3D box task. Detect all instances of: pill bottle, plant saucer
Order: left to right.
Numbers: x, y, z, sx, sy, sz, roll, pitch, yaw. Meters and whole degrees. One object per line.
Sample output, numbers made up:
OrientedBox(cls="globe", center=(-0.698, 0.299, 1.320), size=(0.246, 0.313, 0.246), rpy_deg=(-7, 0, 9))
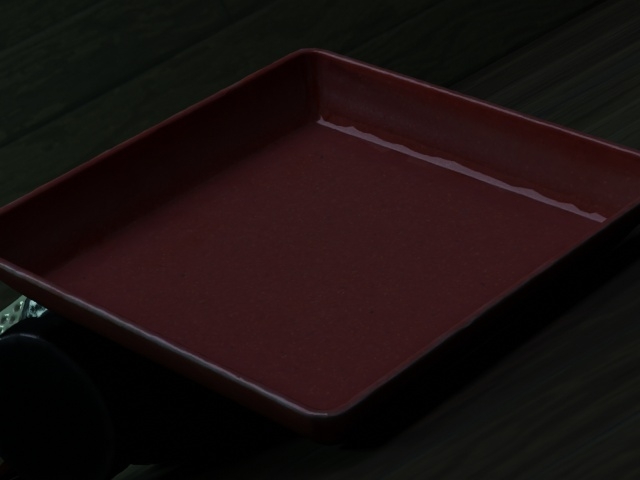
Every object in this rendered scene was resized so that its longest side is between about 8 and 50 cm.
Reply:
OrientedBox(cls="pill bottle", center=(-0.086, 0.046, 1.078), size=(0.123, 0.122, 0.219), rpy_deg=(-24, 9, 39))
OrientedBox(cls="plant saucer", center=(0.000, 0.000, 0.967), size=(0.259, 0.047, 0.258), rpy_deg=(21, 41, 39))

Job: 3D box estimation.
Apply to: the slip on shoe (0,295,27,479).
OrientedBox(cls="slip on shoe", center=(-0.180, 0.100, 1.270), size=(0.331, 0.101, 0.123), rpy_deg=(-38, 43, 9))
